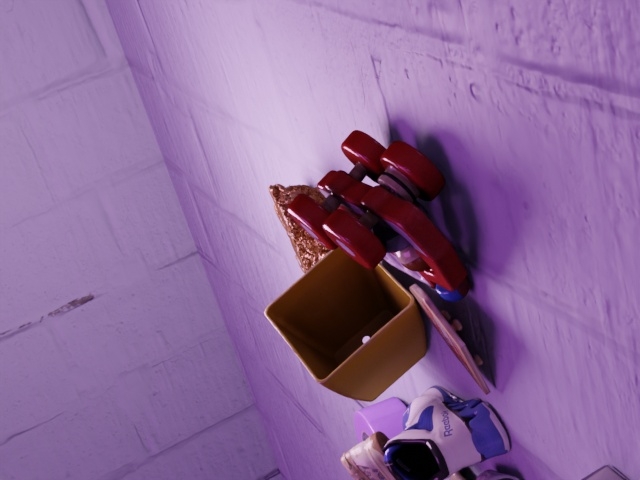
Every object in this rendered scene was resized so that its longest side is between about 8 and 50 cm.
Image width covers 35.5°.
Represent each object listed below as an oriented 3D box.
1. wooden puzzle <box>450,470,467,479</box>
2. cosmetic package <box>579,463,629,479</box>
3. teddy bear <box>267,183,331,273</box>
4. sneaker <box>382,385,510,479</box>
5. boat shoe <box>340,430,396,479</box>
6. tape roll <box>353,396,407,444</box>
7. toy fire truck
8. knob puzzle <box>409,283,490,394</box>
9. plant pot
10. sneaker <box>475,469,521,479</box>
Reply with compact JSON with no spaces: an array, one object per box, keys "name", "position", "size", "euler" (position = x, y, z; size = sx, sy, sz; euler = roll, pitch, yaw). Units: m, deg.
[{"name":"wooden puzzle","position":[0.326,0.627,1.873],"size":[0.348,0.080,0.322],"euler":[50,158,39]},{"name":"cosmetic package","position":[0.381,0.479,1.369],"size":[0.113,0.160,0.309],"euler":[40,152,51]},{"name":"teddy bear","position":[0.000,0.000,1.947],"size":[0.245,0.113,0.338],"euler":[54,169,51]},{"name":"sneaker","position":[0.178,0.351,1.744],"size":[0.127,0.182,0.315],"euler":[66,163,-1]},{"name":"boat shoe","position":[0.148,0.480,1.816],"size":[0.285,0.089,0.104],"euler":[57,-167,-4]},{"name":"tape roll","position":[0.162,0.465,2.055],"size":[0.275,0.090,0.275],"euler":[160,90,-79]},{"name":"toy fire truck","position":[0.114,-0.016,1.508],"size":[0.254,0.169,0.302],"euler":[43,173,-28]},{"name":"knob puzzle","position":[0.203,0.135,1.588],"size":[0.213,0.030,0.213],"euler":[55,179,1]},{"name":"plant pot","position":[0.068,0.160,1.772],"size":[0.212,0.212,0.187],"euler":[47,178,44]},{"name":"sneaker","position":[0.315,0.531,1.699],"size":[0.118,0.110,0.292],"euler":[-170,74,-81]}]
